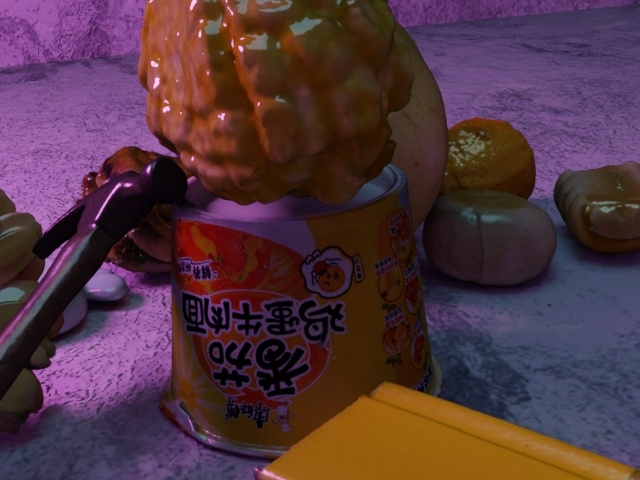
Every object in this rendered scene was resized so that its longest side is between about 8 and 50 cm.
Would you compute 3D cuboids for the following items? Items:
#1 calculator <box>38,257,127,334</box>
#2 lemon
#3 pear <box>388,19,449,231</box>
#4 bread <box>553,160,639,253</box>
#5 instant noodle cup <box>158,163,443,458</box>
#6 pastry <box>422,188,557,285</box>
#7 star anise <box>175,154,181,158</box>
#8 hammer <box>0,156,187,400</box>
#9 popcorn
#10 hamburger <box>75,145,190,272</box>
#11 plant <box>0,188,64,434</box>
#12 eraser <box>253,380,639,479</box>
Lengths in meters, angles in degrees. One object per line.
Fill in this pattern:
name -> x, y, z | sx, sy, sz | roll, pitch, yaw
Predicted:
calculator -> -0.361, 0.071, 1.030 | 0.295, 0.042, 0.184 | -13, 23, -22
lemon -> 0.199, -0.084, 1.209 | 0.187, 0.142, 0.142 | -25, 29, -37
pear -> -0.001, -0.124, 1.060 | 0.309, 0.309, 0.309 | -3, 21, 1
bread -> 0.351, -0.039, 1.142 | 0.119, 0.084, 0.177 | -3, 21, 7
instant noodle cup -> -0.019, 0.040, 0.839 | 0.264, 0.200, 0.264 | -2, 20, 1
pastry -> 0.195, -0.008, 1.084 | 0.156, 0.092, 0.156 | 4, 20, -1
star anise -> -0.100, -0.087, 1.339 | 0.209, 0.089, 0.231 | -1, 19, -17
hammer -> -0.248, 0.107, 0.680 | 0.168, 0.044, 0.440 | -22, 29, 44
popcorn -> -0.050, -0.154, 0.757 | 0.174, 0.225, 0.286 | -8, 22, -28
hamburger -> -0.187, -0.043, 1.149 | 0.206, 0.130, 0.183 | -1, 37, -26
plant -> -0.379, 0.046, 0.800 | 0.306, 0.261, 0.297 | -6, 18, -39
eraser -> 0.090, 0.180, 0.634 | 0.226, 0.069, 0.158 | 15, 26, 39
